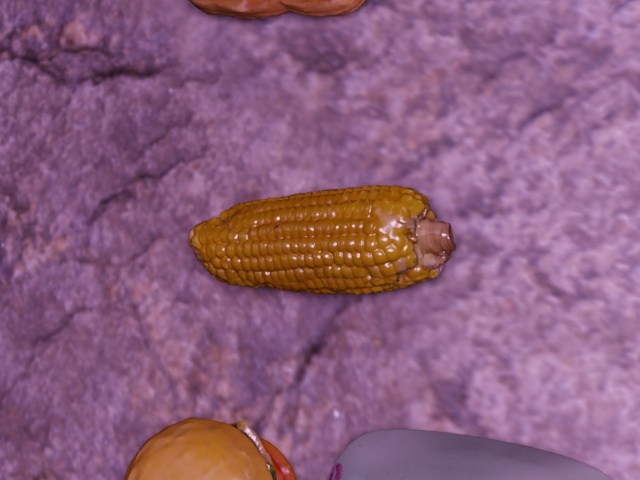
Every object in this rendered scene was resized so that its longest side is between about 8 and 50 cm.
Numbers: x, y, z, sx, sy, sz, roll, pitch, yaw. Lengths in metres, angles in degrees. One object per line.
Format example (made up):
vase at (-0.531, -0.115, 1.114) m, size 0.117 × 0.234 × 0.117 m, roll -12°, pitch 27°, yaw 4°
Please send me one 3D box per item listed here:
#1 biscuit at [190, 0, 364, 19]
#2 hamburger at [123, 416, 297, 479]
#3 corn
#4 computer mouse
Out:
biscuit at (-0.034, -0.343, 1.396) m, size 0.375 × 0.051 × 0.269 m, roll 5°, pitch 77°, yaw 26°
hamburger at (-0.098, 0.235, 1.253) m, size 0.162 × 0.115 × 0.162 m, roll -6°, pitch 75°, yaw 23°
corn at (0.000, 0.000, 1.275) m, size 0.261 × 0.097 × 0.097 m, roll -1°, pitch 77°, yaw 29°
computer mouse at (0.114, 0.231, 1.139) m, size 0.288 × 0.097 × 0.159 m, roll 9°, pitch 66°, yaw 29°
